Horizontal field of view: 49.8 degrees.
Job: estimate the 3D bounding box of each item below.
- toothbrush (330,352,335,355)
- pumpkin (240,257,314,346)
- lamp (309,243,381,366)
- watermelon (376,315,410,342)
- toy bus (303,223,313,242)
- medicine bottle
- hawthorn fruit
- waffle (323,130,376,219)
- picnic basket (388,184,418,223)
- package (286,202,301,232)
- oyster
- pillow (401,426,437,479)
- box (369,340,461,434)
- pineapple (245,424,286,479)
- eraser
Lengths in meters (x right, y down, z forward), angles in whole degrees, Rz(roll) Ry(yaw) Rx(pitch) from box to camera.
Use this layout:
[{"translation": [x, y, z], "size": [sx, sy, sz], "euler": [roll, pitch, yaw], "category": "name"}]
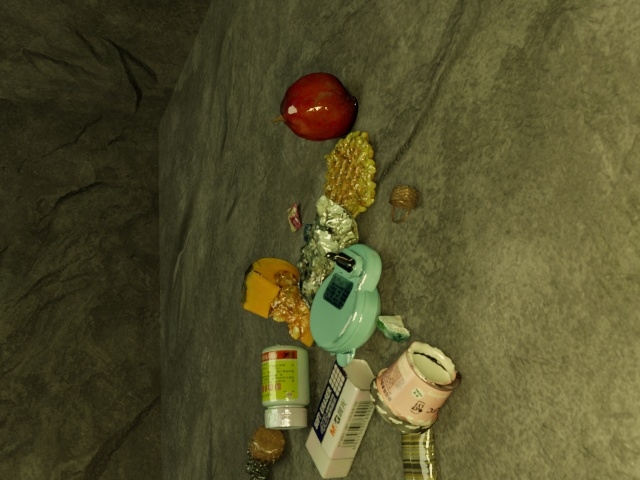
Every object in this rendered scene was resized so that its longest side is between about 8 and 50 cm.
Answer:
[{"translation": [0.025, 0.189, 1.903], "size": [0.026, 0.022, 0.263], "euler": [-31, 56, 44], "category": "toothbrush"}, {"translation": [-0.125, 0.173, 2.024], "size": [0.139, 0.189, 0.281], "euler": [-68, 30, 26], "category": "pumpkin"}, {"translation": [0.067, 0.147, 1.679], "size": [0.209, 0.147, 0.284], "euler": [29, 115, 58], "category": "lamp"}, {"translation": [0.175, 0.198, 1.582], "size": [0.061, 0.085, 0.085], "euler": [-61, 17, -24], "category": "watermelon"}, {"translation": [0.000, 0.000, 1.974], "size": [0.166, 0.047, 0.065], "euler": [-141, 58, -60], "category": "toy bus"}, {"translation": [-0.099, 0.419, 1.966], "size": [0.139, 0.139, 0.226], "euler": [-34, 54, 58], "category": "medicine bottle"}, {"translation": [-0.024, -0.363, 1.926], "size": [0.189, 0.251, 0.190], "euler": [165, 90, -82], "category": "hawthorn fruit"}, {"translation": [0.075, -0.165, 1.855], "size": [0.254, 0.052, 0.245], "euler": [-32, 57, 57], "category": "waffle"}, {"translation": [0.187, -0.078, 1.577], "size": [0.072, 0.072, 0.083], "euler": [-15, 58, 63], "category": "picnic basket"}, {"translation": [-0.084, -0.072, 2.185], "size": [0.059, 0.029, 0.083], "euler": [-37, 62, 47], "category": "package"}, {"translation": [0.012, 0.030, 1.808], "size": [0.158, 0.162, 0.351], "euler": [-47, -30, -51], "category": "oyster"}, {"translation": [0.205, 0.492, 1.436], "size": [0.113, 0.038, 0.204], "euler": [-33, 56, 58], "category": "pillow"}, {"translation": [0.196, 0.289, 1.391], "size": [0.135, 0.151, 0.151], "euler": [-57, 35, 28], "category": "box"}, {"translation": [-0.180, 0.666, 2.122], "size": [0.119, 0.111, 0.237], "euler": [-63, -5, -46], "category": "pineapple"}, {"translation": [0.053, 0.441, 1.708], "size": [0.130, 0.086, 0.287], "euler": [53, 130, 54], "category": "eraser"}]
